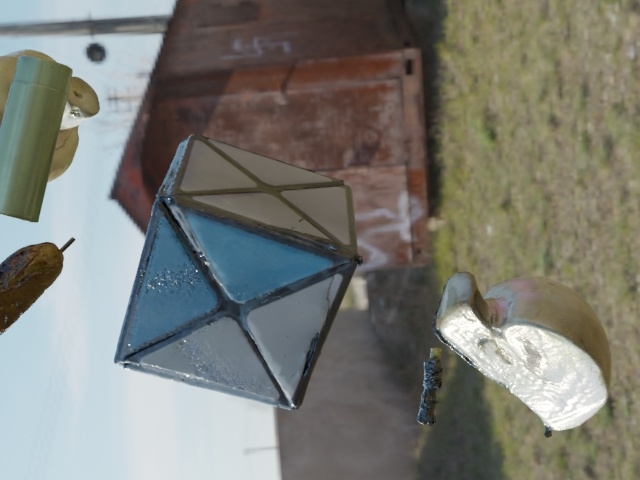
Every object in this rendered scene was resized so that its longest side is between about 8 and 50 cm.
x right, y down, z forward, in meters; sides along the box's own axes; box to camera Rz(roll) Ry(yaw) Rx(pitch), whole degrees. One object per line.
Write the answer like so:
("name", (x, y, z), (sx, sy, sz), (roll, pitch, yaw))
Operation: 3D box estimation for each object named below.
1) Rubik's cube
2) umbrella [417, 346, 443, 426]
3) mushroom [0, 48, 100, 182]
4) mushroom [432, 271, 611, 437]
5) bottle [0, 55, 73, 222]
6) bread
("Rubik's cube", (-0.132, 0.049, 1.617), (0.310, 0.305, 0.307), (-95, 23, -66))
("umbrella", (0.203, 0.268, 1.899), (0.040, 0.037, 0.143), (13, 97, 62))
("mushroom", (-0.716, -0.316, 2.498), (0.353, 0.353, 0.325), (87, 157, -56))
("mushroom", (0.287, 0.100, 1.310), (0.173, 0.236, 0.162), (-36, 19, 50))
("bottle", (-0.368, -0.126, 1.304), (0.072, 0.072, 0.201), (104, 179, -87))
("bread", (-0.677, 0.110, 2.303), (0.084, 0.344, 0.124), (37, 166, 46))
